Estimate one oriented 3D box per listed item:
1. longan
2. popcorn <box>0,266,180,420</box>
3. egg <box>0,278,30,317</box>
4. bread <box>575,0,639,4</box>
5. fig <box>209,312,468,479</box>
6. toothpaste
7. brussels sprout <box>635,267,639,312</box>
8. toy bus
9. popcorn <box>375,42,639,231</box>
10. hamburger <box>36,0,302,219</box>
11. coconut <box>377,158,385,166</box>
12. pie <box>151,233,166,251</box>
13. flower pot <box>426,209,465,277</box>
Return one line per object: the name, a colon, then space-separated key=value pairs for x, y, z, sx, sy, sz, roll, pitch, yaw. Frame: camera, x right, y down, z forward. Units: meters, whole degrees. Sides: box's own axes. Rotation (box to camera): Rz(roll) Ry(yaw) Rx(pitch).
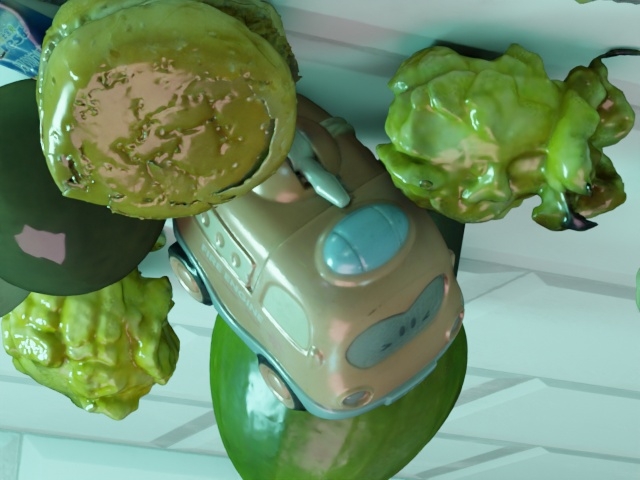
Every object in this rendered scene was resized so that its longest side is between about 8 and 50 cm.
longan: x=-0.232 y=-0.048 z=1.477 sx=0.196 sy=0.197 sz=0.220 roll=-3 pitch=150 yaw=19
popcorn: x=-0.269 y=0.101 z=1.975 sx=0.250 sy=0.190 sz=0.250 roll=30 pitch=177 yaw=2
egg: x=-0.365 y=-0.007 z=1.636 sx=0.186 sy=0.187 sz=0.253 roll=-2 pitch=159 yaw=16
bread: x=0.049 y=-0.231 z=0.839 sx=0.338 sy=0.187 sz=0.155 roll=7 pitch=165 yaw=-7
fig: x=0.008 y=0.166 z=1.912 sx=0.316 sy=0.316 sz=0.316 roll=3 pitch=163 yaw=1
toothpaste: x=-0.264 y=-0.176 z=1.314 sx=0.266 sy=0.061 sz=0.096 roll=21 pitch=154 yaw=-30
brussels sprout: x=0.482 y=0.049 z=1.584 sx=0.344 sy=0.268 sz=0.344 roll=18 pitch=150 yaw=10
toy bus: x=0.000 y=0.000 z=1.479 sx=0.194 sy=0.288 sz=0.232 roll=-34 pitch=160 yaw=-21
popcorn: x=0.149 y=-0.092 z=1.364 sx=0.195 sy=0.173 sz=0.168 roll=3 pitch=144 yaw=32
hamburger: x=-0.118 y=-0.113 z=1.302 sx=0.213 sy=0.108 sz=0.214 roll=-6 pitch=136 yaw=-5
coconut: x=0.113 y=-0.073 z=1.559 sx=0.133 sy=0.055 sz=0.158 roll=11 pitch=160 yaw=-20
pie: x=-0.216 y=-0.001 z=1.913 sx=0.084 sy=0.021 sz=0.084 roll=3 pitch=164 yaw=1
flower pot: x=0.083 y=0.008 z=1.745 sx=0.157 sy=0.107 sz=0.157 roll=3 pitch=161 yaw=1
